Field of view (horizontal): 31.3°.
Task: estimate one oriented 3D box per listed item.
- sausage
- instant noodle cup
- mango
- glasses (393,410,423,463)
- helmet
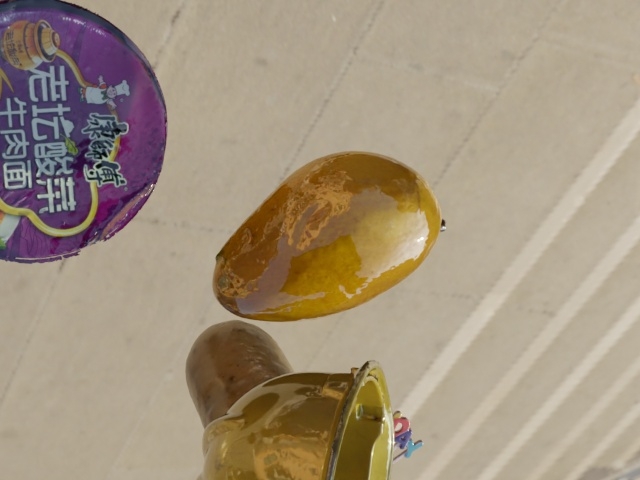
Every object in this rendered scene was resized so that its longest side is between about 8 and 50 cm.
[{"bbox_3d":[-0.007,0.256,1.179,0.136,0.501,0.123,-42,136,-3],"label":"sausage"},{"bbox_3d":[-0.294,-0.124,1.133,0.251,0.190,0.251,-7,109,-20],"label":"instant noodle cup"},{"bbox_3d":[0.000,0.000,1.060,0.227,0.109,0.147,-24,123,8],"label":"mango"},{"bbox_3d":[-0.001,0.231,1.427,0.256,0.095,0.162,12,130,-10],"label":"glasses"},{"bbox_3d":[-0.028,0.191,0.919,0.140,0.205,0.257,8,164,12],"label":"helmet"}]
